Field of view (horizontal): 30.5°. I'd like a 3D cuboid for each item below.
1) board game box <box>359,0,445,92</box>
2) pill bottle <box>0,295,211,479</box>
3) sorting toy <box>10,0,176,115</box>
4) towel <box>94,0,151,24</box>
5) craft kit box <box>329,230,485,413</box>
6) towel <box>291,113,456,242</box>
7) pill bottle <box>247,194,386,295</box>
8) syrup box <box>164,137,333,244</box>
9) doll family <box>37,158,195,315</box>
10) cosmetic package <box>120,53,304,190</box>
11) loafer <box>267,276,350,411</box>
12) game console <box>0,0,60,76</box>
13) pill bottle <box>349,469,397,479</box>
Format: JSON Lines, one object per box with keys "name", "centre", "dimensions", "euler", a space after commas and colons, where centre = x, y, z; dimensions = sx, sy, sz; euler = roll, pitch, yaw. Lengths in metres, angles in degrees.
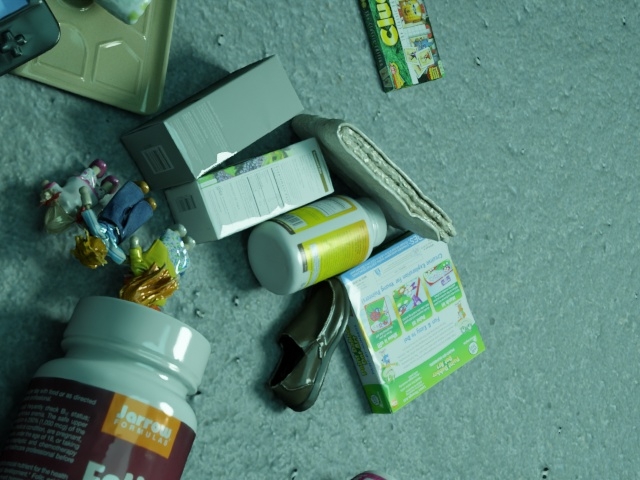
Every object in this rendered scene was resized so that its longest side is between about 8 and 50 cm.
{"name": "board game box", "centre": [0.130, -0.395, 2.042], "dimensions": [0.136, 0.030, 0.259], "euler": [-20, 96, -37]}
{"name": "pill bottle", "centre": [-0.287, 0.285, 1.480], "dimensions": [0.224, 0.224, 0.392], "euler": [31, 66, -31]}
{"name": "sorting toy", "centre": [-0.317, -0.348, 1.674], "dimensions": [0.229, 0.041, 0.307], "euler": [15, 74, -32]}
{"name": "towel", "centre": [-0.290, -0.535, 1.626], "dimensions": [0.320, 0.090, 0.374], "euler": [36, 71, -13]}
{"name": "craft kit box", "centre": [0.144, 0.125, 1.961], "dimensions": [0.250, 0.061, 0.246], "euler": [-27, 98, -38]}
{"name": "towel", "centre": [0.082, -0.097, 1.862], "dimensions": [0.282, 0.187, 0.049], "euler": [42, 80, -25]}
{"name": "pill bottle", "centre": [0.000, 0.000, 1.822], "dimensions": [0.215, 0.117, 0.117], "euler": [-21, 97, -38]}
{"name": "syrup box", "centre": [-0.104, -0.075, 1.765], "dimensions": [0.237, 0.093, 0.096], "euler": [-25, 99, -38]}
{"name": "doll family", "centre": [-0.263, 0.004, 1.588], "dimensions": [0.263, 0.118, 0.163], "euler": [54, 40, -17]}
{"name": "cosmetic package", "centre": [-0.154, -0.173, 1.720], "dimensions": [0.238, 0.127, 0.107], "euler": [-41, 108, -37]}
{"name": "loafer", "centre": [-0.019, 0.150, 1.808], "dimensions": [0.078, 0.080, 0.220], "euler": [30, 66, -32]}
{"name": "game console", "centre": [-0.486, -0.318, 1.434], "dimensions": [0.250, 0.173, 0.293], "euler": [-31, 105, -12]}
{"name": "pill bottle", "centre": [0.013, 0.472, 1.735], "dimensions": [0.283, 0.160, 0.160], "euler": [-26, 100, -38]}
